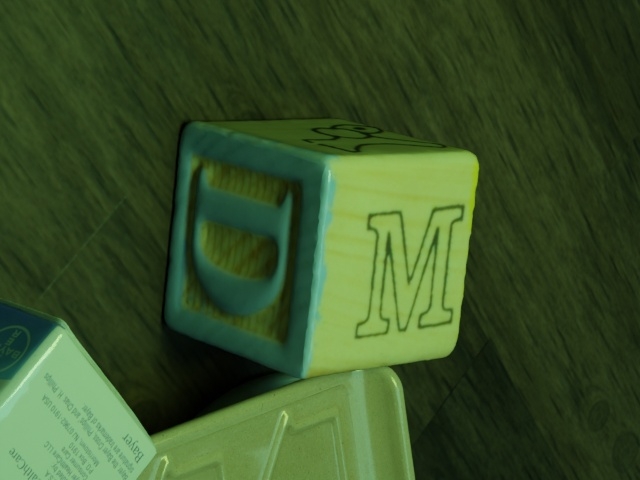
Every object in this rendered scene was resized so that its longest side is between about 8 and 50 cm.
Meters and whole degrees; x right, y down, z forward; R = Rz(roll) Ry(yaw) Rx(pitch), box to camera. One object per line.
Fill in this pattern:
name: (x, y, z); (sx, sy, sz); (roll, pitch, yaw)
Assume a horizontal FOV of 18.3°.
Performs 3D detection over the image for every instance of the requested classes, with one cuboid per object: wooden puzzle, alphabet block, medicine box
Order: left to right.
medicine box: (-0.315, 0.179, 1.421); (0.289, 0.263, 0.149); (-51, 133, -23)
wooden puzzle: (-0.072, 0.294, 1.728); (0.348, 0.080, 0.322); (-16, 106, -30)
alphabet block: (0.000, 0.000, 1.758); (0.197, 0.192, 0.193); (-4, 107, -45)

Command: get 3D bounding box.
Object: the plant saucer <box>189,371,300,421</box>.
plant saucer: (-0.030, 0.328, 1.895); (0.400, 0.100, 0.400); (-17, 115, -42)
